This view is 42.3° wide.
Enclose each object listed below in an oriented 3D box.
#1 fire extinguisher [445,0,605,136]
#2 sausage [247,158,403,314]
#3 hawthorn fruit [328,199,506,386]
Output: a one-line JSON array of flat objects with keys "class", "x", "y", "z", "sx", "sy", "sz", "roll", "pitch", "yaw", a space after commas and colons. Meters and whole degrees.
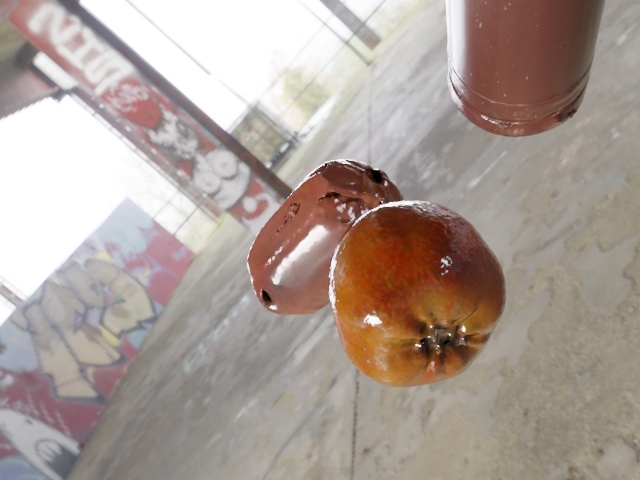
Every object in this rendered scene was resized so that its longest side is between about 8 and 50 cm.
[{"class": "fire extinguisher", "x": 0.109, "y": -0.157, "z": 0.437, "sx": 0.105, "sy": 0.104, "sz": 0.269, "roll": -51, "pitch": -22, "yaw": -13}, {"class": "sausage", "x": 0.000, "y": 0.000, "z": 1.182, "sx": 0.280, "sy": 0.152, "sz": 0.152, "roll": -49, "pitch": 8, "yaw": 37}, {"class": "hawthorn fruit", "x": 0.096, "y": 0.039, "z": 0.915, "sx": 0.196, "sy": 0.196, "sz": 0.226, "roll": -45, "pitch": 39, "yaw": 21}]
